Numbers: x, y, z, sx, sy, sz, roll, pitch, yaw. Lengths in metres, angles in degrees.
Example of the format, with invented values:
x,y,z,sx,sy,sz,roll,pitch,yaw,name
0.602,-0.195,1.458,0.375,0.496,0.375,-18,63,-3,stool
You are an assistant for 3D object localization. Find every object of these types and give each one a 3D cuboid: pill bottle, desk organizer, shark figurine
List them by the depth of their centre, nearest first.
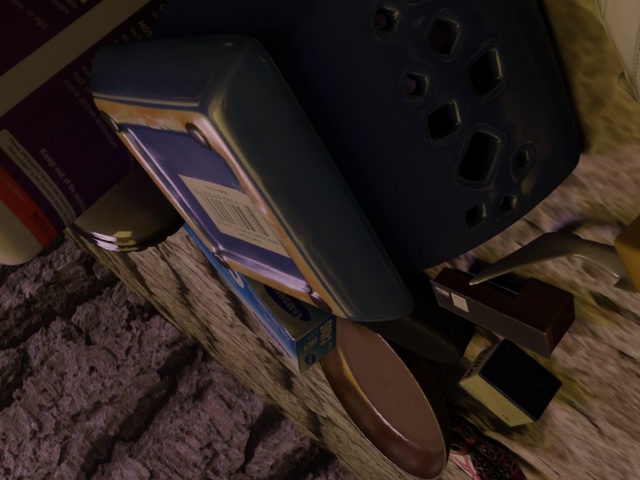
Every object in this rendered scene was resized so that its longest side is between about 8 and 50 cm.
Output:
x,y,z,sx,sy,sz,roll,pitch,yaw,name
0.257,0.083,0.480,0.278,0.116,0.166,40,159,1,shark figurine
-0.211,-0.144,0.584,0.181,0.323,0.181,37,159,17,pill bottle
0.179,0.059,0.663,0.130,0.050,0.047,26,154,39,desk organizer

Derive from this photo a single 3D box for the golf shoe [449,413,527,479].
x,y,z,sx,sy,sz,roll,pitch,yaw,name
0.268,0.361,1.097,0.186,0.067,0.086,41,169,35,golf shoe

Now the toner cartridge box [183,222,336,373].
x,y,z,sx,sy,sz,roll,pitch,yaw,name
-0.112,0.028,1.017,0.348,0.075,0.165,48,164,21,toner cartridge box

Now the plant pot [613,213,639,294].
x,y,z,sx,sy,sz,roll,pitch,yaw,name
0.238,0.011,0.420,0.081,0.081,0.083,52,170,-25,plant pot

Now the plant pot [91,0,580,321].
x,y,z,sx,sy,sz,roll,pitch,yaw,name
0.000,-0.090,0.462,0.236,0.212,0.236,18,148,50,plant pot

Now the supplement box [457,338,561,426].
x,y,z,sx,sy,sz,roll,pitch,yaw,name
0.223,0.171,0.799,0.083,0.056,0.083,40,160,8,supplement box

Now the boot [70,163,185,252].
x,y,z,sx,sy,sz,roll,pitch,yaw,name
-0.291,-0.143,0.730,0.338,0.118,0.222,36,154,27,boot

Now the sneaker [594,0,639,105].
x,y,z,sx,sy,sz,roll,pitch,yaw,name
0.136,-0.135,0.227,0.152,0.114,0.305,46,172,44,sneaker

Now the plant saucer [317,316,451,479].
x,y,z,sx,sy,sz,roll,pitch,yaw,name
0.093,0.219,1.022,0.310,0.050,0.310,42,149,32,plant saucer

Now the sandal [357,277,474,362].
x,y,z,sx,sy,sz,roll,pitch,yaw,name
0.000,0.001,0.841,0.446,0.107,0.167,33,160,-9,sandal
